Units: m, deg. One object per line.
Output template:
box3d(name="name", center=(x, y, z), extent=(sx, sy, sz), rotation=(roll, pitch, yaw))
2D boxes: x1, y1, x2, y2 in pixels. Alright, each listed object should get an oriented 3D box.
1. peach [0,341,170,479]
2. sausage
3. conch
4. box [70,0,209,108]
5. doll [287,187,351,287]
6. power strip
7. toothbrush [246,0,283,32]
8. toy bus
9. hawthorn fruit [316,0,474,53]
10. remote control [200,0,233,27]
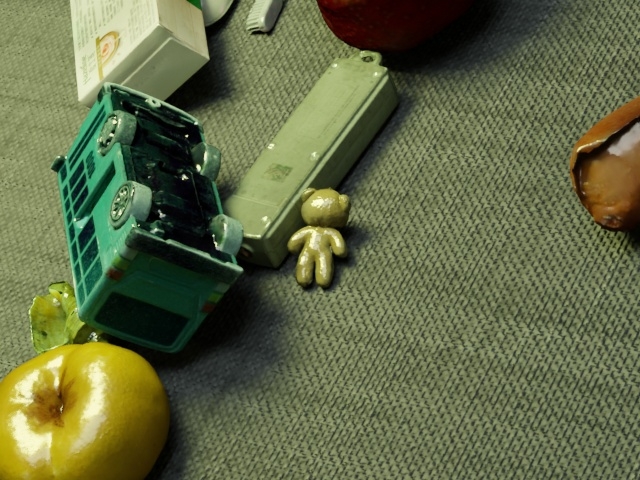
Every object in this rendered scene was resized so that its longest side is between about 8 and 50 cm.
box3d(name="peach", center=(-0.224, 0.171, 1.678), extent=(0.179, 0.103, 0.179), rotation=(-15, 42, 14))
box3d(name="sausage", center=(0.363, -0.123, 1.690), extent=(0.330, 0.102, 0.102), rotation=(-35, 45, -10))
box3d(name="conch", center=(-0.242, 0.081, 1.788), extent=(0.089, 0.074, 0.121), rotation=(-33, 47, -22))
box3d(name="box", center=(-0.200, -0.235, 2.028), extent=(0.135, 0.081, 0.199), rotation=(-39, 37, 25))
box3d(name="doll", center=(-0.003, -0.004, 1.776), extent=(0.061, 0.051, 0.093), rotation=(5, 53, 20))
box3d(name="power strip", center=(-0.013, -0.081, 1.853), extent=(0.078, 0.052, 0.272), rotation=(16, 57, 35))
box3d(name="toothbrush", center=(-0.015, -0.367, 2.139), extent=(0.029, 0.024, 0.354), rotation=(-3, 49, 33))
box3d(name="toy bus", center=(-0.172, -0.024, 1.783), extent=(0.147, 0.128, 0.256), rotation=(-54, 31, 25))
box3d(name="hawthorn fruit", center=(0.096, -0.315, 1.924), extent=(0.266, 0.210, 0.230), rotation=(-14, 30, -7))
box3d(name="remote control", center=(-0.119, -0.324, 2.130), extent=(0.073, 0.044, 0.229), rotation=(-2, 48, 28))
